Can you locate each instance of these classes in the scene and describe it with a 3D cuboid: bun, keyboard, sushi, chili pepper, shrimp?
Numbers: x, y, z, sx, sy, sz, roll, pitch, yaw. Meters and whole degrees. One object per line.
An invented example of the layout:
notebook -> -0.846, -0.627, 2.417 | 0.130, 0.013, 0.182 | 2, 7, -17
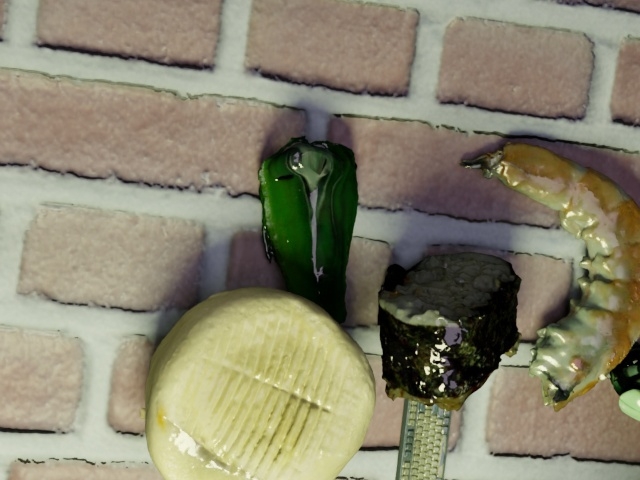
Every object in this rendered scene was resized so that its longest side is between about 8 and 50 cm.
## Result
bun -> -0.066, 0.161, 1.623 | 0.229, 0.145, 0.229 | 2, 78, -11
keyboard -> 0.112, 0.194, 1.753 | 0.055, 0.014, 0.176 | 5, 95, -23
sushi -> 0.117, 0.088, 1.657 | 0.147, 0.212, 0.115 | 9, 110, 15
chili pepper -> -0.001, -0.001, 1.667 | 0.108, 0.062, 0.216 | -9, 101, -18
shrimp -> 0.275, 0.021, 1.761 | 0.185, 0.068, 0.287 | -21, 101, -18

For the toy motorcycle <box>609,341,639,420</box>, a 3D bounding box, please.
toy motorcycle -> 0.469, 0.206, 1.764 | 0.331, 0.196, 0.125 | 15, 131, -2
